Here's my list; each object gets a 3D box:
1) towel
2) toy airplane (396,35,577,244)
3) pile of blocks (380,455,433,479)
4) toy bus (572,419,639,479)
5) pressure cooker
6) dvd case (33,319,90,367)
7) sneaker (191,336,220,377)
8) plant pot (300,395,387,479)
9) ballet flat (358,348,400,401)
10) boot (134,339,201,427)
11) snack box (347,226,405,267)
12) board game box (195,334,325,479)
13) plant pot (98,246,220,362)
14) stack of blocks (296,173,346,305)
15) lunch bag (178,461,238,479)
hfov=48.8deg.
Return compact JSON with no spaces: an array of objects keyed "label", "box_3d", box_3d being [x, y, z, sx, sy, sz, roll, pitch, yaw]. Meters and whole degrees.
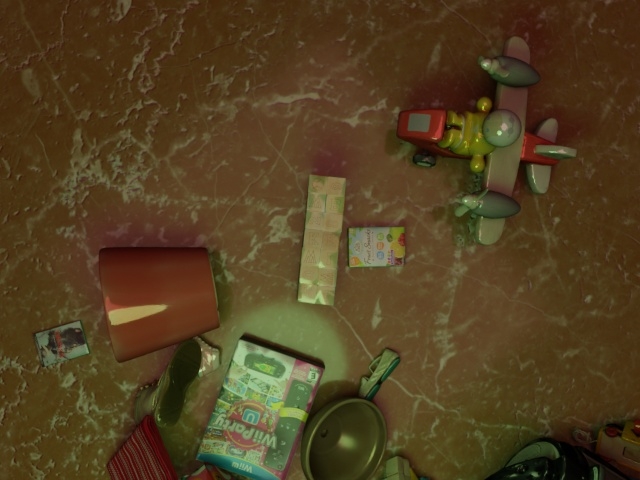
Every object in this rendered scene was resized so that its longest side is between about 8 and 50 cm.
[{"label":"towel","box_3d":[-0.410,0.544,1.615,0.275,0.031,0.199,-50,59,37]},{"label":"toy airplane","box_3d":[0.425,-0.237,1.671,0.384,0.272,0.386,-35,89,-4]},{"label":"pile of blocks","box_3d":[0.254,0.696,1.724,0.113,0.149,0.362,-38,77,39]},{"label":"toy bus","box_3d":[0.765,0.497,1.736,0.202,0.191,0.104,52,44,0]},{"label":"pressure cooker","box_3d":[0.548,0.656,1.589,0.420,0.375,0.369,31,90,-1]},{"label":"dvd case","box_3d":[-0.639,0.255,1.742,0.119,0.013,0.087,-16,88,-2]},{"label":"sneaker","box_3d":[-0.289,0.264,1.739,0.070,0.051,0.134,-20,82,-16]},{"label":"plant pot","box_3d":[0.037,0.476,1.686,0.237,0.110,0.237,-7,102,-34]},{"label":"ballet flat","box_3d":[0.133,0.342,1.754,0.052,0.057,0.168,35,82,27]},{"label":"boot","box_3d":[-0.369,0.342,1.685,0.077,0.165,0.213,30,60,-26]},{"label":"snack box","box_3d":[0.140,0.017,1.767,0.141,0.037,0.100,-1,87,-2]},{"label":"board game box","box_3d":[-0.142,0.412,1.713,0.224,0.097,0.303,19,88,-1]},{"label":"plant pot","box_3d":[-0.370,0.128,1.646,0.243,0.275,0.274,-10,88,-12]},{"label":"stack of blocks","box_3d":[0.000,0.000,1.697,0.087,0.171,0.297,6,88,-2]},{"label":"lunch bag","box_3d":[-0.196,0.629,1.604,0.120,0.258,0.293,-39,131,-2]}]
